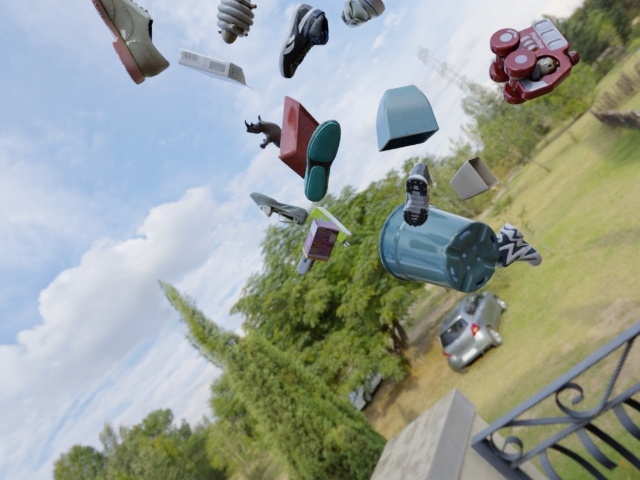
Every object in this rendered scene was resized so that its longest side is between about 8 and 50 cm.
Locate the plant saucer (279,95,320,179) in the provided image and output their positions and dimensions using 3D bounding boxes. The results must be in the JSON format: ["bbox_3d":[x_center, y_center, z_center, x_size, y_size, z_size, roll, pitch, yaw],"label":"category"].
[{"bbox_3d":[-0.040,-0.333,1.445,0.047,0.259,0.258,-12,-27,29],"label":"plant saucer"}]

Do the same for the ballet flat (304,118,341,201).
[{"bbox_3d":[-0.003,-0.228,1.162,0.087,0.083,0.247,-102,21,-54],"label":"ballet flat"}]

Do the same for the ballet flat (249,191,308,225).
[{"bbox_3d":[-0.148,-0.103,1.419,0.072,0.213,0.068,112,177,-73],"label":"ballet flat"}]

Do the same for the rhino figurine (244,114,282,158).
[{"bbox_3d":[-0.183,-0.394,1.578,0.106,0.243,0.073,-36,42,35],"label":"rhino figurine"}]

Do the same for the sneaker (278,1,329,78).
[{"bbox_3d":[-0.045,-0.577,1.245,0.079,0.121,0.217,-33,-32,-54],"label":"sneaker"}]

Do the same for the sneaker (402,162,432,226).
[{"bbox_3d":[0.294,-0.136,1.241,0.234,0.078,0.106,76,-147,-54],"label":"sneaker"}]

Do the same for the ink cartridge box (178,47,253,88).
[{"bbox_3d":[-0.334,-0.566,1.387,0.224,0.180,0.056,-42,-31,-72],"label":"ink cartridge box"}]

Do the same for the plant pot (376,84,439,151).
[{"bbox_3d":[0.396,-0.600,2.026,0.247,0.253,0.247,-12,-2,-4],"label":"plant pot"}]

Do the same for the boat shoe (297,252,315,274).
[{"bbox_3d":[-0.033,0.050,1.399,0.142,0.049,0.040,-60,-19,14],"label":"boat shoe"}]

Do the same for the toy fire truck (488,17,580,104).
[{"bbox_3d":[0.750,-0.639,1.469,0.253,0.302,0.169,-20,-31,11],"label":"toy fire truck"}]

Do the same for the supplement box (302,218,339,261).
[{"bbox_3d":[0.000,0.000,0.932,0.043,0.054,0.083,-119,45,-56],"label":"supplement box"}]

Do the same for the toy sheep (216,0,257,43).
[{"bbox_3d":[-0.185,-0.499,0.920,0.132,0.091,0.091,-64,-13,10],"label":"toy sheep"}]

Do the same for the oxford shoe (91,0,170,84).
[{"bbox_3d":[-0.610,-0.703,1.313,0.146,0.397,0.140,-25,13,-8],"label":"oxford shoe"}]

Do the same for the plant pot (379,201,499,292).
[{"bbox_3d":[0.454,0.033,1.574,0.341,0.341,0.334,-47,26,-10],"label":"plant pot"}]

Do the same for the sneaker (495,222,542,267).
[{"bbox_3d":[0.719,0.059,1.575,0.153,0.235,0.094,-47,33,9],"label":"sneaker"}]

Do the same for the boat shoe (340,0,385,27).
[{"bbox_3d":[0.121,-0.693,1.259,0.094,0.109,0.302,-46,14,17],"label":"boat shoe"}]

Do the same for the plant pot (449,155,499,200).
[{"bbox_3d":[0.474,-0.187,1.312,0.109,0.109,0.096,-25,-12,-49],"label":"plant pot"}]

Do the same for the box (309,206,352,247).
[{"bbox_3d":[0.048,-0.051,1.534,0.042,0.178,0.109,-49,-8,12],"label":"box"}]
